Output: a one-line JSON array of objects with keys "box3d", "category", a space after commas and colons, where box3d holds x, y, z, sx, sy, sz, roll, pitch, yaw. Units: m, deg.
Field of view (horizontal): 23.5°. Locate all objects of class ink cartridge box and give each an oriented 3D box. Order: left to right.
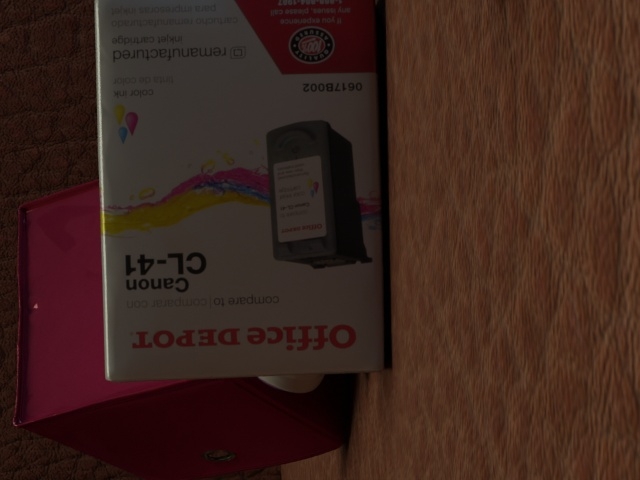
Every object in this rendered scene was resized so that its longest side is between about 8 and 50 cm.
[{"box3d": [-0.063, -0.043, 1.236, 0.131, 0.226, 0.306, 122, 146, -86], "category": "ink cartridge box"}]

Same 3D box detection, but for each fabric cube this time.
[{"box3d": [-0.143, 0.089, 1.619, 0.258, 0.254, 0.259, 39, -137, -55], "category": "fabric cube"}]

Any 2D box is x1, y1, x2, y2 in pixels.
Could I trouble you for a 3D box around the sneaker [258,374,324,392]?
[{"box3d": [0.000, 0.000, 1.455, 0.305, 0.114, 0.152, -91, 26, -48], "category": "sneaker"}]
